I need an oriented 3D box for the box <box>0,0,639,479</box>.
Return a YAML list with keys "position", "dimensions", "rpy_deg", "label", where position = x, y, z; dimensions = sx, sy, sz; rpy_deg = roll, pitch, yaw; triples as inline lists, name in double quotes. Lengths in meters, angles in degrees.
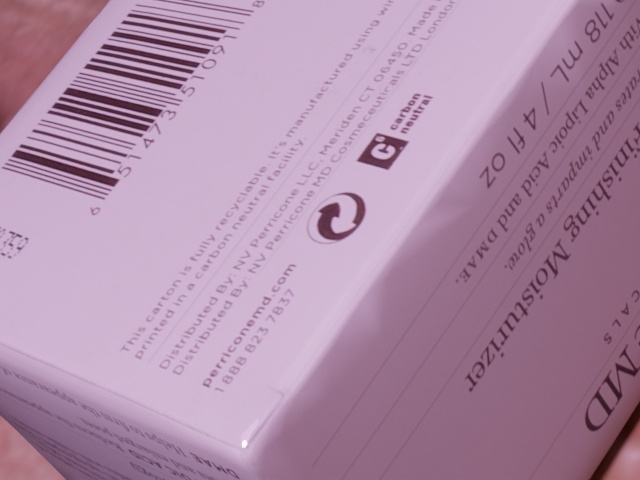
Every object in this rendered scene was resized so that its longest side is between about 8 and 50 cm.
- position: [0.000, 0.000, 0.526]
  dimensions: [0.182, 0.119, 0.181]
  rpy_deg: [16, 63, 45]
  label: "box"
